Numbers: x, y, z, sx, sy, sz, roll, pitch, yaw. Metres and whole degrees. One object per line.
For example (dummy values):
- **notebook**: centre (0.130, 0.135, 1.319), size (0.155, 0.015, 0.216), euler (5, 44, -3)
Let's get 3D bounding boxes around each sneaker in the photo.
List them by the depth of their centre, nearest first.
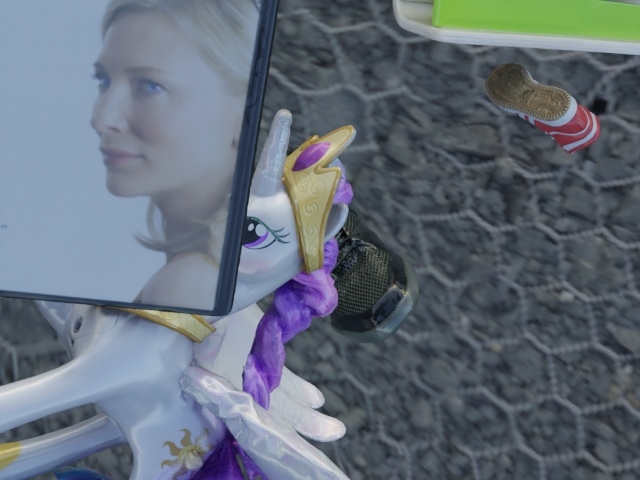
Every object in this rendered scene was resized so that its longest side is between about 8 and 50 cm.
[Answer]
- **sneaker**: centre (0.000, 0.000, 1.457), size (0.087, 0.227, 0.130), euler (-45, 122, 9)
- **sneaker**: centre (0.195, -0.113, 1.502), size (0.067, 0.118, 0.042), euler (34, 92, -37)

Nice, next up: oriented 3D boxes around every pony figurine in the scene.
- **pony figurine**: centre (-0.094, 0.114, 1.147), size (0.363, 0.303, 0.351), euler (-29, 128, -7)

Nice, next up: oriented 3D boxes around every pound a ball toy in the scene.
- **pound a ball toy**: centre (0.235, -0.277, 1.533), size (0.319, 0.136, 0.208), euler (0, 107, -22)

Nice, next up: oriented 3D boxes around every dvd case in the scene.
- **dvd case**: centre (-0.105, -0.094, 0.661), size (0.180, 0.022, 0.253), euler (6, 112, -9)
